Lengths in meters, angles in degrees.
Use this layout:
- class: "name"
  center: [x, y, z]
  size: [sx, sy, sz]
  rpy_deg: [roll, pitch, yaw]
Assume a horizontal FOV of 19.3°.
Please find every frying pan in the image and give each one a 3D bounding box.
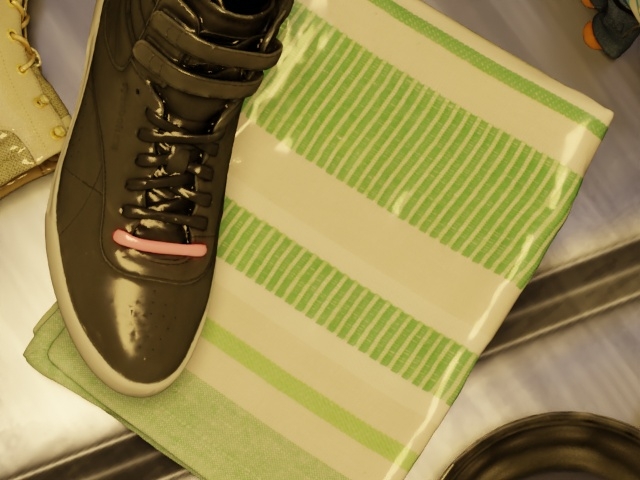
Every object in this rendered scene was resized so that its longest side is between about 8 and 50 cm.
- class: "frying pan"
  center: [0.169, 0.143, 1.173]
  size: [0.197, 0.053, 0.326]
  rpy_deg: [15, 80, -1]

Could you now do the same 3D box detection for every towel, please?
- class: "towel"
  center: [0.000, 0.000, 1.157]
  size: [0.248, 0.038, 0.325]
  rpy_deg: [31, 82, 17]

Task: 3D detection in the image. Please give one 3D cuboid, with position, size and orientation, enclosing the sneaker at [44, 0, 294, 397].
- class: "sneaker"
  center: [-0.086, -0.063, 1.084]
  size: [0.104, 0.147, 0.296]
  rpy_deg: [10, 74, -20]

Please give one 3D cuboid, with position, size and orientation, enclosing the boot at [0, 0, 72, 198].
- class: "boot"
  center: [-0.188, -0.128, 1.173]
  size: [0.213, 0.077, 0.165]
  rpy_deg: [-37, 86, -2]

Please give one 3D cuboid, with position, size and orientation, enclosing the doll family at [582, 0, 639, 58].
- class: "doll family"
  center: [0.184, -0.185, 1.157]
  size: [0.118, 0.163, 0.263]
  rpy_deg: [-18, 84, -6]
